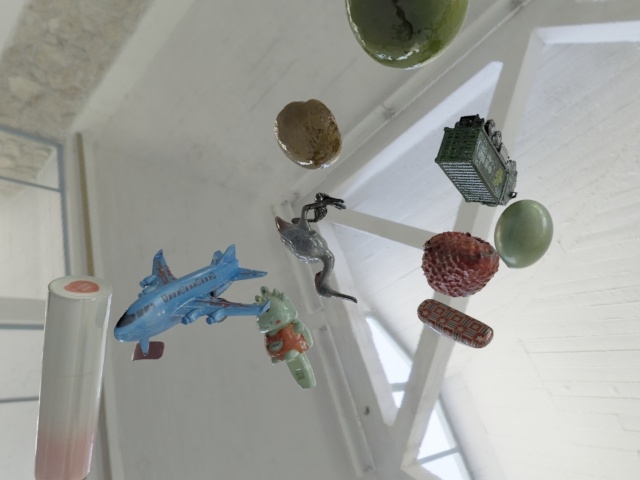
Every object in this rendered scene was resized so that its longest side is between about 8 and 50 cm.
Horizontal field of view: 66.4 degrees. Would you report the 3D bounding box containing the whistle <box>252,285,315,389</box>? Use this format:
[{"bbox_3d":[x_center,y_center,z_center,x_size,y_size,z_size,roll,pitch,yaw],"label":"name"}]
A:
[{"bbox_3d":[-0.079,0.217,1.096,0.102,0.106,0.253,-17,-82,63],"label":"whistle"}]

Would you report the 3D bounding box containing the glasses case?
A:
[{"bbox_3d":[0.320,0.206,1.187,0.195,0.073,0.049,25,-40,41],"label":"glasses case"}]

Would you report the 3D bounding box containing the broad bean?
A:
[{"bbox_3d":[0.155,-0.457,0.905,0.238,0.291,0.119,11,-133,20],"label":"broad bean"}]

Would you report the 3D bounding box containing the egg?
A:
[{"bbox_3d":[0.423,-0.012,1.025,0.114,0.114,0.152,27,-64,42],"label":"egg"}]

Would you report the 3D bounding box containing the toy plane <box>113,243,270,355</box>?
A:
[{"bbox_3d":[-0.219,0.093,0.806,0.254,0.271,0.105,22,-50,27],"label":"toy plane"}]

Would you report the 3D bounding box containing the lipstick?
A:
[{"bbox_3d":[-0.380,0.218,0.748,0.087,0.087,0.326,28,-68,42],"label":"lipstick"}]

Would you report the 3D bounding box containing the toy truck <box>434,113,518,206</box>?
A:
[{"bbox_3d":[0.337,-0.155,1.022,0.088,0.259,0.121,8,-106,39],"label":"toy truck"}]

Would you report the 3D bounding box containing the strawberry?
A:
[{"bbox_3d":[0.396,0.058,1.346,0.244,0.206,0.205,137,-41,-80],"label":"strawberry"}]

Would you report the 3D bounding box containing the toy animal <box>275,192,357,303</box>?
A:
[{"bbox_3d":[-0.020,0.016,1.262,0.195,0.090,0.323,-10,-115,11],"label":"toy animal"}]

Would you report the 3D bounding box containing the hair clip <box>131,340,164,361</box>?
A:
[{"bbox_3d":[-0.506,0.321,1.418,0.137,0.022,0.054,-11,-119,31],"label":"hair clip"}]

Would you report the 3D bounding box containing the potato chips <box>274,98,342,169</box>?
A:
[{"bbox_3d":[-0.034,-0.262,1.268,0.208,0.195,0.061,-47,-166,48],"label":"potato chips"}]
